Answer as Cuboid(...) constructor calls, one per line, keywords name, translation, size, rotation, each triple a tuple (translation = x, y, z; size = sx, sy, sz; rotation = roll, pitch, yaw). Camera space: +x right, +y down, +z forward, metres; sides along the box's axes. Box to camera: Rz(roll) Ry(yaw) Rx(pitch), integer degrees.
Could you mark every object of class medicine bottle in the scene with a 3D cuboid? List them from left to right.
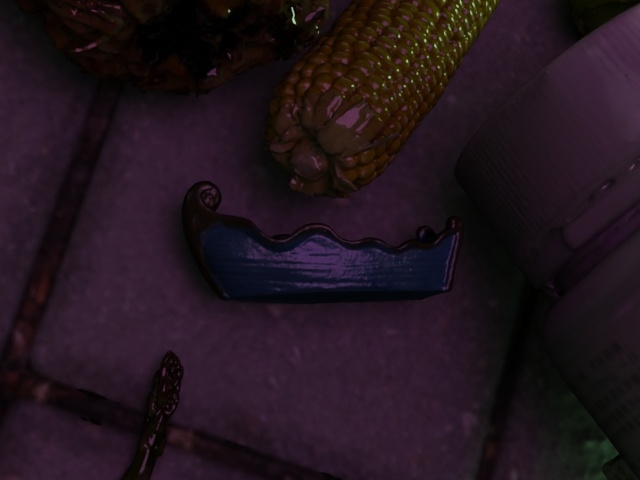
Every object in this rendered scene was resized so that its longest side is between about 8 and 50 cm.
Cuboid(name="medicine bottle", translation=(0.252, 0.015, 0.956), size=(0.241, 0.241, 0.302), rotation=(-30, 77, -24))

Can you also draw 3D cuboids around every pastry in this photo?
Cuboid(name="pastry", translation=(-0.081, -0.223, 0.913), size=(0.274, 0.193, 0.275), rotation=(3, 79, -16))

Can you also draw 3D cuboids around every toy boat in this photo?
Cuboid(name="toy boat", translation=(0.000, 0.000, 0.963), size=(0.185, 0.075, 0.077), rotation=(0, 82, -16))

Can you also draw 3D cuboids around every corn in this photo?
Cuboid(name="corn", translation=(0.052, -0.129, 0.988), size=(0.091, 0.091, 0.260), rotation=(32, 54, 9))

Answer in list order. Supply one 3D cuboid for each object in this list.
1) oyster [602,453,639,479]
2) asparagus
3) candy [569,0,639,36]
Cuboid(name="oyster", translation=(0.281, 0.210, 1.039), size=(0.177, 0.064, 0.125), rotation=(6, 69, -18))
Cuboid(name="asparagus", translation=(-0.130, 0.185, 0.904), size=(0.024, 0.025, 0.249), rotation=(19, 72, 6))
Cuboid(name="candy", translation=(0.247, -0.241, 1.103), size=(0.096, 0.096, 0.210), rotation=(21, 67, -16))
